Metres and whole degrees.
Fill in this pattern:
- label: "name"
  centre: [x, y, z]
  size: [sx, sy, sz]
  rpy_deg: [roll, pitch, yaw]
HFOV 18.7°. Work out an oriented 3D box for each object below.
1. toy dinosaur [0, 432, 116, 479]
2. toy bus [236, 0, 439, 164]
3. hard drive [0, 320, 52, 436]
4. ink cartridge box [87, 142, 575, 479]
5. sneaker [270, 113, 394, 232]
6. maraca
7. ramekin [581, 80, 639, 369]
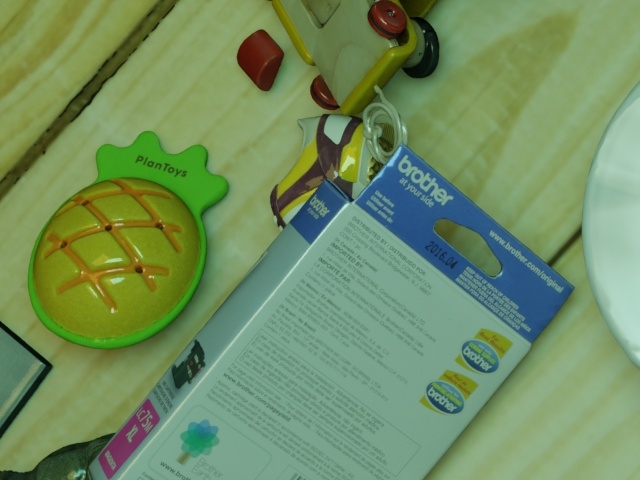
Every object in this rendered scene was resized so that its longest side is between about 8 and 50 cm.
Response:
- label: "toy dinosaur"
  centre: [-0.135, 0.183, 1.410]
  size: [0.268, 0.064, 0.118]
  rpy_deg: [-25, 69, 8]
- label: "toy bus"
  centre: [0.035, -0.173, 1.389]
  size: [0.191, 0.104, 0.202]
  rpy_deg: [19, 115, 47]
- label: "hard drive"
  centre: [-0.279, 0.121, 1.479]
  size: [0.094, 0.022, 0.135]
  rpy_deg: [37, 93, 18]
- label: "ink cartridge box"
  centre: [0.009, 0.095, 1.327]
  size: [0.186, 0.065, 0.311]
  rpy_deg: [38, 96, -26]
- label: "sneaker"
  centre: [0.000, 0.000, 1.401]
  size: [0.084, 0.069, 0.185]
  rpy_deg: [10, 79, 28]
- label: "maraca"
  centre: [-0.141, -0.001, 1.424]
  size: [0.127, 0.099, 0.185]
  rpy_deg: [18, 61, 10]
- label: "ramekin"
  centre: [0.314, -0.007, 1.274]
  size: [0.273, 0.127, 0.273]
  rpy_deg: [-3, 81, 16]
